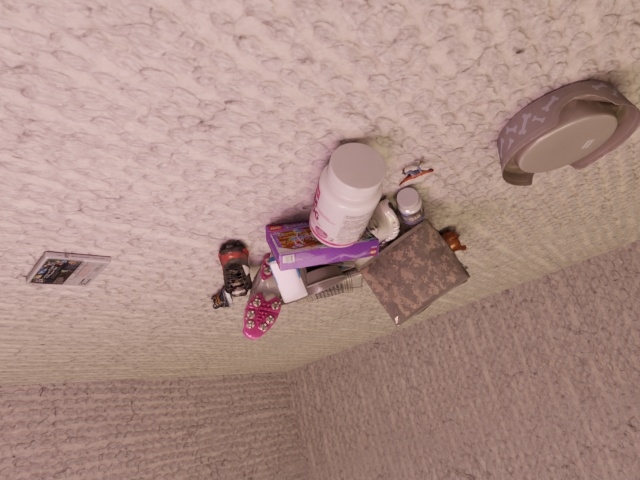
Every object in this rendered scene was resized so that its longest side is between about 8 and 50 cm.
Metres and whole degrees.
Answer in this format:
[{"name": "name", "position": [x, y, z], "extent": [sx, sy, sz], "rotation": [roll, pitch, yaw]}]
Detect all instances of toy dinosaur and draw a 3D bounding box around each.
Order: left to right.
[{"name": "toy dinosaur", "position": [0.266, -0.182, 1.303], "extent": [0.082, 0.090, 0.047], "rotation": [13, 179, 14]}]

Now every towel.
[{"name": "towel", "position": [0.029, 0.210, 2.034], "extent": [0.312, 0.056, 0.324], "rotation": [-14, 165, -2]}]

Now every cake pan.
[{"name": "cake pan", "position": [-0.044, 0.164, 1.745], "extent": [0.293, 0.054, 0.293], "rotation": [-21, 169, -5]}]

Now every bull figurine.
[{"name": "bull figurine", "position": [0.437, 0.056, 1.913], "extent": [0.310, 0.101, 0.188], "rotation": [-27, 158, 32]}]

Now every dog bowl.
[{"name": "dog bowl", "position": [0.635, -0.278, 1.254], "extent": [0.349, 0.102, 0.348], "rotation": [-13, 158, -5]}]

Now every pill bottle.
[{"name": "pill bottle", "position": [0.066, -0.110, 1.218], "extent": [0.160, 0.160, 0.283], "rotation": [-9, 154, -14]}, {"name": "pill bottle", "position": [0.277, -0.106, 1.465], "extent": [0.078, 0.078, 0.137], "rotation": [-19, 157, 11]}]

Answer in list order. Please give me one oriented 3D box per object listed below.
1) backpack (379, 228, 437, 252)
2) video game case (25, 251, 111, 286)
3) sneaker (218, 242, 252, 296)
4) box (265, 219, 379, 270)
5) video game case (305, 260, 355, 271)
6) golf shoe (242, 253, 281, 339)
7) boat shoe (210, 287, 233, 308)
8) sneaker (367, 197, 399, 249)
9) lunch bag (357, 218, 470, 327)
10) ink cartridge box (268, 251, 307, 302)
[{"name": "backpack", "position": [0.329, 0.085, 1.746], "extent": [0.254, 0.225, 0.191], "rotation": [-15, 114, 12]}, {"name": "video game case", "position": [-0.731, 0.086, 1.377], "extent": [0.173, 0.022, 0.190], "rotation": [9, 149, -44]}, {"name": "sneaker", "position": [-0.274, 0.107, 1.555], "extent": [0.098, 0.135, 0.276], "rotation": [-9, 155, -9]}, {"name": "box", "position": [0.000, 0.000, 1.403], "extent": [0.293, 0.201, 0.057], "rotation": [-8, 117, -15]}, {"name": "video game case", "position": [-0.031, 0.112, 1.805], "extent": [0.204, 0.025, 0.285], "rotation": [-25, 159, 37]}, {"name": "golf shoe", "position": [-0.196, 0.198, 1.627], "extent": [0.115, 0.306, 0.140], "rotation": [26, 152, -15]}, {"name": "boat shoe", "position": [-0.387, 0.230, 1.859], "extent": [0.083, 0.065, 0.183], "rotation": [-11, 158, -11]}, {"name": "sneaker", "position": [0.171, -0.033, 1.522], "extent": [0.118, 0.110, 0.292], "rotation": [-15, 157, -13]}, {"name": "lunch bag", "position": [0.306, 0.101, 1.538], "extent": [0.287, 0.235, 0.169], "rotation": [-37, 166, 12]}, {"name": "ink cartridge box", "position": [-0.099, 0.086, 1.492], "extent": [0.082, 0.139, 0.190], "rotation": [-18, -161, 5]}]
